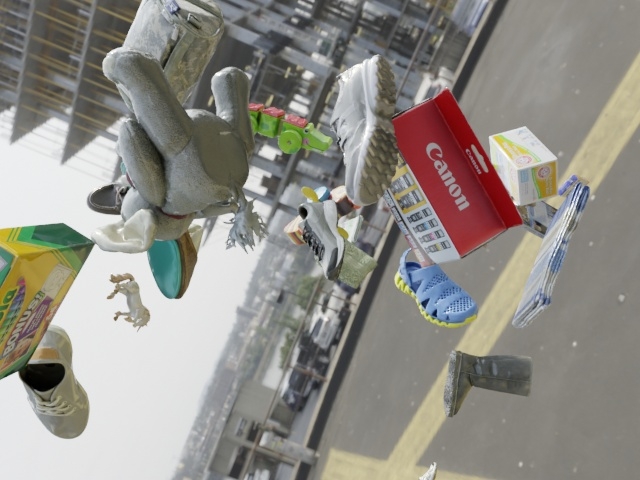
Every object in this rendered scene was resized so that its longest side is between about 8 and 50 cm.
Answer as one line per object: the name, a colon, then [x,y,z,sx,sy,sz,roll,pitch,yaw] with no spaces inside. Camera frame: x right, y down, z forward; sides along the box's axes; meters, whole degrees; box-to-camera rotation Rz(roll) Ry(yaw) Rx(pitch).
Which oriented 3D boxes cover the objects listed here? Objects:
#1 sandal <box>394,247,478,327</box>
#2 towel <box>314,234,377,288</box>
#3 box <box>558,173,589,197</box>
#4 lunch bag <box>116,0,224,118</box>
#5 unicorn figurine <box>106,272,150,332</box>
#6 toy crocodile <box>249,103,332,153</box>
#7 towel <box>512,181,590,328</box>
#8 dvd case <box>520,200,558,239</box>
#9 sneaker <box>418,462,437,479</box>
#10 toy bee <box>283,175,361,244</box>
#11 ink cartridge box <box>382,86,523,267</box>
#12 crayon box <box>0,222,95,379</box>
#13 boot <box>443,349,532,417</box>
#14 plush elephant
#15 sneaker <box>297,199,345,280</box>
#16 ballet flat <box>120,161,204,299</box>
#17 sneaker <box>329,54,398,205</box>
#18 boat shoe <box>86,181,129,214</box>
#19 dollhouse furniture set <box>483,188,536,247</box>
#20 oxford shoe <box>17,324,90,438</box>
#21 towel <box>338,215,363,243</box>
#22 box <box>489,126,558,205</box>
sandal: [0.306,0.121,1.678,0.317,0.126,0.138,39,144,49]
towel: [0.068,0.055,1.657,0.110,0.148,0.027,-47,-20,-20]
box: [0.841,-0.180,2.049,0.136,0.028,0.081,5,-47,-49]
lunch bag: [-0.380,-0.473,1.543,0.305,0.213,0.256,-51,33,30]
unicorn figurine: [-0.433,0.150,1.404,0.111,0.060,0.161,-20,-68,-69]
toy crocodile: [-0.128,-0.328,1.727,0.115,0.341,0.105,-55,-16,-62]
towel: [0.476,0.039,1.271,0.209,0.034,0.285,82,-147,-68]
dvd case: [0.719,-0.088,2.074,0.022,0.253,0.180,-54,15,43]
sneaker: [0.248,0.554,1.432,0.083,0.037,0.031,-60,-32,-39]
toy bee: [0.031,-0.103,1.722,0.298,0.195,0.162,-63,28,1]
ink cartridge box: [0.231,-0.117,1.255,0.130,0.309,0.272,-30,-1,-15]
crayon box: [-0.668,0.145,1.296,0.362,0.106,0.313,-59,-1,7]
boot: [0.433,0.377,1.581,0.076,0.209,0.189,-155,76,-83]
plush elephant: [-0.240,-0.107,0.992,0.255,0.329,0.272,-20,0,35]
sneaker: [0.000,0.000,1.567,0.271,0.108,0.100,-103,20,-46]
ballet flat: [-0.311,-0.042,1.280,0.124,0.116,0.342,-40,-52,-44]
sneaker: [0.071,-0.190,1.108,0.115,0.105,0.281,-7,67,35]
boat shoe: [-0.561,-0.143,1.937,0.095,0.335,0.112,143,122,-64]
dollhouse furniture set: [0.496,-0.126,1.914,0.212,0.161,0.242,-38,21,-7]
oxford shoe: [-0.761,0.435,1.741,0.130,0.169,0.449,-105,18,-51]
towel: [0.089,-0.026,2.218,0.152,0.023,0.113,-21,43,51]
box: [0.526,-0.196,1.593,0.203,0.103,0.114,-102,-4,-55]
